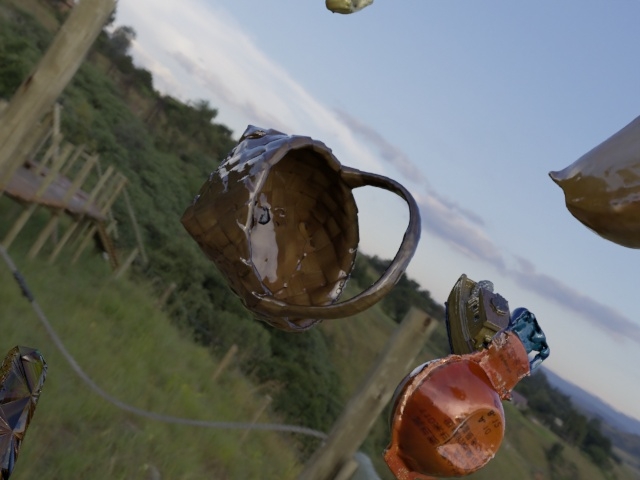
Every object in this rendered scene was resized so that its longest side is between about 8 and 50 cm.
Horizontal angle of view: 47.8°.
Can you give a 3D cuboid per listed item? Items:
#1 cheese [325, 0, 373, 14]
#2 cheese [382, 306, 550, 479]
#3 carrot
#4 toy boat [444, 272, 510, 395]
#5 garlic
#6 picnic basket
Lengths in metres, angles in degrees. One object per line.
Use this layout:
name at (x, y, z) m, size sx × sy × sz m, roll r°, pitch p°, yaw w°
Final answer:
cheese at (0.043, -0.339, 1.029) m, size 0.044 × 0.030 × 0.083 m, roll -8°, pitch 11°, yaw 35°
cheese at (0.228, 0.242, 1.108) m, size 0.129 × 0.329 × 0.217 m, roll 26°, pitch -27°, yaw 57°
carrot at (-0.384, 0.223, 0.863) m, size 0.069 × 0.069 × 0.228 m, roll 35°, pitch 34°, yaw -24°
toy boat at (0.311, 0.172, 1.381) m, size 0.089 × 0.121 × 0.321 m, roll 29°, pitch 31°, yaw -14°
garlic at (0.407, -0.127, 0.759) m, size 0.196 × 0.338 × 0.151 m, roll 44°, pitch 26°, yaw 20°
picnic basket at (0.000, 0.000, 1.131) m, size 0.337 × 0.293 × 0.337 m, roll 25°, pitch -26°, yaw 13°
